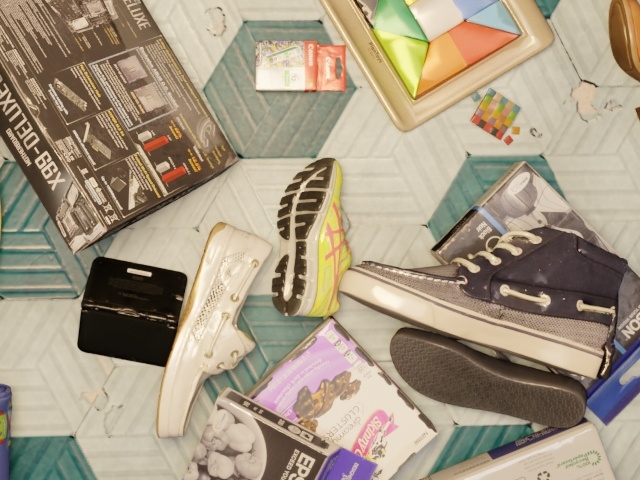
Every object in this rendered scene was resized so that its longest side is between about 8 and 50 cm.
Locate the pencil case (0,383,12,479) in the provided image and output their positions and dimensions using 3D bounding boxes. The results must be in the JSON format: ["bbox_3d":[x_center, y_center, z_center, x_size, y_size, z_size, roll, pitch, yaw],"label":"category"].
[{"bbox_3d":[-0.444,0.322,1.350,0.133,0.119,0.306,4,92,18],"label":"pencil case"}]

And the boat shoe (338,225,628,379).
[{"bbox_3d":[0.200,0.045,1.321,0.341,0.127,0.158,18,85,-10],"label":"boat shoe"}]

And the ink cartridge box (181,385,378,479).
[{"bbox_3d":[-0.065,0.309,1.354,0.208,0.045,0.206,26,113,5],"label":"ink cartridge box"}]

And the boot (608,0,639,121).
[{"bbox_3d":[0.457,-0.240,1.403,0.152,0.073,0.197,-23,105,-1],"label":"boot"}]

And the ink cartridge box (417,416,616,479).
[{"bbox_3d":[0.248,0.433,1.412,0.324,0.071,0.330,-21,96,-3],"label":"ink cartridge box"}]

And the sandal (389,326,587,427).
[{"bbox_3d":[0.208,0.170,1.401,0.255,0.054,0.097,19,131,4],"label":"sandal"}]

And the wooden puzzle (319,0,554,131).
[{"bbox_3d":[0.146,-0.287,1.398,0.239,0.044,0.221,-32,92,-2],"label":"wooden puzzle"}]

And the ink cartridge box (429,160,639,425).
[{"bbox_3d":[0.313,0.071,1.408,0.333,0.065,0.165,44,89,-4],"label":"ink cartridge box"}]

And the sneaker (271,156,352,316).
[{"bbox_3d":[0.000,0.000,1.391,0.094,0.081,0.208,20,77,-40],"label":"sneaker"}]

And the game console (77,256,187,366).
[{"bbox_3d":[-0.238,0.090,1.406,0.122,0.071,0.107,11,61,-4],"label":"game console"}]

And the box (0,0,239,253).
[{"bbox_3d":[-0.265,-0.171,1.292,0.076,0.242,0.307,-29,94,41],"label":"box"}]

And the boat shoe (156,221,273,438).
[{"bbox_3d":[-0.128,0.120,1.369,0.096,0.098,0.277,18,89,-2],"label":"boat shoe"}]

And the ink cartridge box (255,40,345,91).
[{"bbox_3d":[-0.025,-0.219,1.398,0.115,0.029,0.062,0,91,-2],"label":"ink cartridge box"}]

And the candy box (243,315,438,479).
[{"bbox_3d":[0.021,0.220,1.392,0.165,0.070,0.196,-44,93,0],"label":"candy box"}]

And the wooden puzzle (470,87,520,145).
[{"bbox_3d":[0.223,-0.160,1.414,0.083,0.006,0.049,30,93,-17],"label":"wooden puzzle"}]
